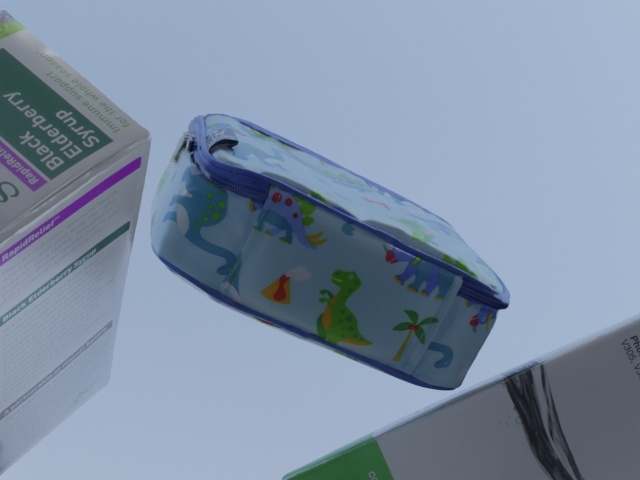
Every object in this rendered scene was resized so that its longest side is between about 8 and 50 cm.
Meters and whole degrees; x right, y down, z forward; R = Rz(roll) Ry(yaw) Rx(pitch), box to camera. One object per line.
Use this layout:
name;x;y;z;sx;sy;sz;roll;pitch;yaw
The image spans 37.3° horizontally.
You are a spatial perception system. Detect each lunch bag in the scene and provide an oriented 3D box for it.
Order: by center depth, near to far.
lunch bag;0.000;0.000;0.612;0.219;0.176;0.090;25;-79;-14

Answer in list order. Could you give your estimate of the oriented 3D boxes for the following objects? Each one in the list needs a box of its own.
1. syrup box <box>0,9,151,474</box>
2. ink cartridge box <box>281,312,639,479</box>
syrup box;-0.158;0.016;0.464;0.093;0.237;0.096;39;-127;12
ink cartridge box;0.141;0.154;0.662;0.289;0.211;0.121;-25;-103;5
